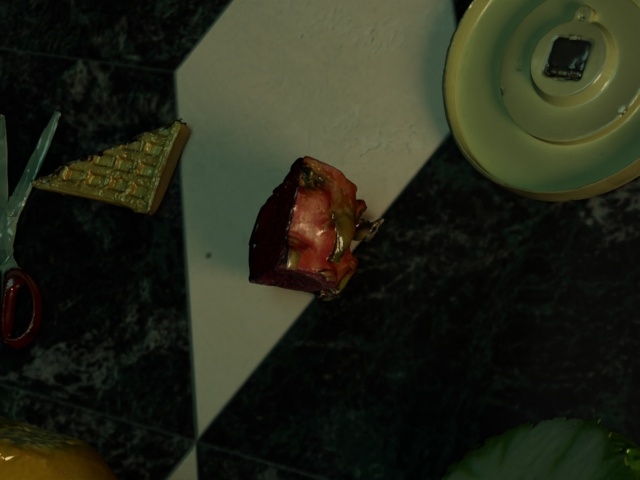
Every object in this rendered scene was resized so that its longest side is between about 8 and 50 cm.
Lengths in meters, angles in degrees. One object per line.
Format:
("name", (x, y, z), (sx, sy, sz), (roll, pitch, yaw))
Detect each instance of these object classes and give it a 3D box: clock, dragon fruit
("clock", (0.206, -0.145, 1.434), (0.235, 0.029, 0.235), (-12, 65, 29))
("dragon fruit", (0.000, 0.000, 1.473), (0.147, 0.096, 0.102), (143, 144, -70))

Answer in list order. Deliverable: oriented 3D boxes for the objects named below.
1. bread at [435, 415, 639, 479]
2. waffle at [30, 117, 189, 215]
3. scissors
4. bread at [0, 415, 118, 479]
("bread", (0.115, 0.297, 1.189), (0.382, 0.129, 0.366), (-27, 27, 43))
("waffle", (-0.202, -0.079, 1.670), (0.152, 0.023, 0.098), (11, 78, 32))
("scissors", (-0.314, -0.014, 1.727), (0.144, 0.017, 0.248), (-1, 70, 31))
("bread", (-0.317, 0.255, 1.469), (0.395, 0.264, 0.239), (0, 70, 69))
